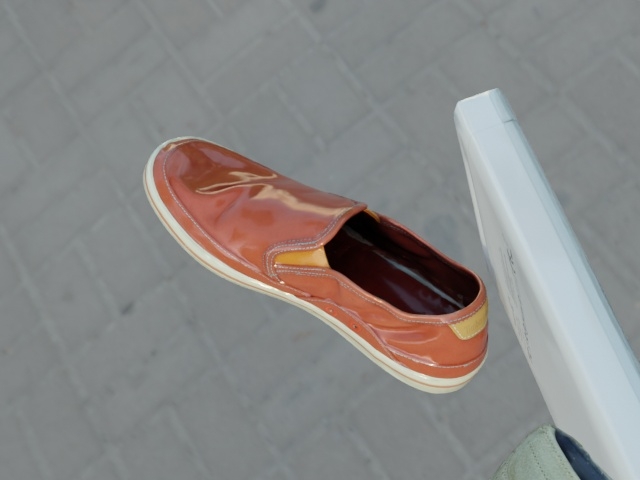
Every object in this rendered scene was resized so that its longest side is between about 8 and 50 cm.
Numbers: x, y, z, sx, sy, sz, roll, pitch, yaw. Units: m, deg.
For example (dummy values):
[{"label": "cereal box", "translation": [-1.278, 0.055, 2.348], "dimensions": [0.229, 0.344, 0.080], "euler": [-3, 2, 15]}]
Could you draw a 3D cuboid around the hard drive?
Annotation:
[{"label": "hard drive", "translation": [0.186, 0.091, 1.142], "dimensions": [0.047, 0.233, 0.353], "euler": [-19, 53, 0]}]

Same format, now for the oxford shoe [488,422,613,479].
[{"label": "oxford shoe", "translation": [0.187, 0.174, 0.543], "dimensions": [0.397, 0.140, 0.147], "euler": [21, 81, 40]}]

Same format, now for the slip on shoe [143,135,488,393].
[{"label": "slip on shoe", "translation": [0.000, 0.000, 1.312], "dimensions": [0.331, 0.101, 0.123], "euler": [32, 49, 15]}]
